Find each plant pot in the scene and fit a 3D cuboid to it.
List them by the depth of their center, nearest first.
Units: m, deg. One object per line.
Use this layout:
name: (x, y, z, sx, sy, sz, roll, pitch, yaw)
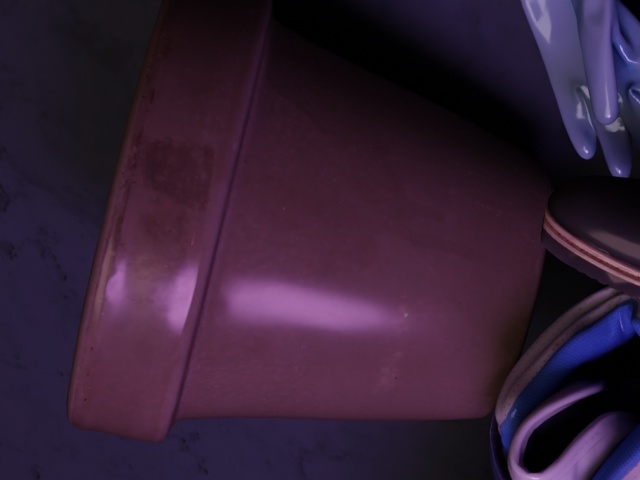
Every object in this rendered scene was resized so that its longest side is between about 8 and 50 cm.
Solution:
plant pot: (0.000, 0.000, 0.977, 0.229, 0.263, 0.263, 13, 130, -2)

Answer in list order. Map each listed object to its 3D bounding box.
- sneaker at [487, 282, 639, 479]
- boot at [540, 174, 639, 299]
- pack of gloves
sneaker: (0.114, 0.149, 0.943, 0.323, 0.236, 0.130, -49, 60, 10)
boot: (0.210, -0.035, 0.825, 0.198, 0.077, 0.137, 9, 130, 3)
pack of gloves: (0.162, -0.136, 0.853, 0.195, 0.046, 0.232, -13, 103, 45)
